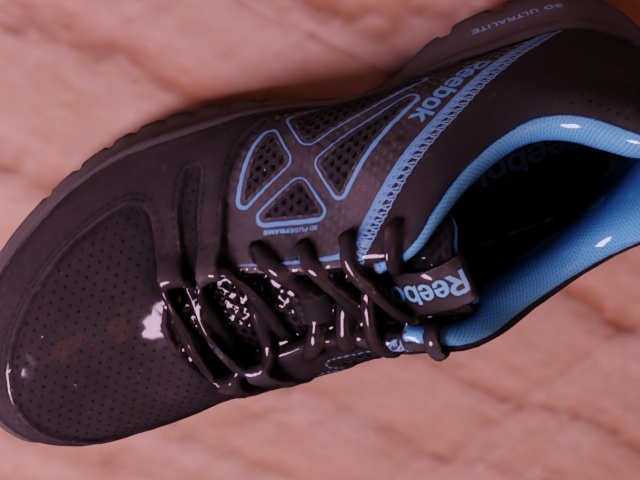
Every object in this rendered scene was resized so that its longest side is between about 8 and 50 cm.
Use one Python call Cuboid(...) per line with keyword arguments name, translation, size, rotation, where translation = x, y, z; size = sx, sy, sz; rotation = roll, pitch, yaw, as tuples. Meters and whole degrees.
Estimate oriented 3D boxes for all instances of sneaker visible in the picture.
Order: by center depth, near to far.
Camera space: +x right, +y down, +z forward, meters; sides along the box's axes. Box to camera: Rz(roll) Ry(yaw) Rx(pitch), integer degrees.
Cuboid(name="sneaker", translation=(0.000, 0.000, 0.708), size=(0.341, 0.140, 0.125), rotation=(-27, 115, 3))
